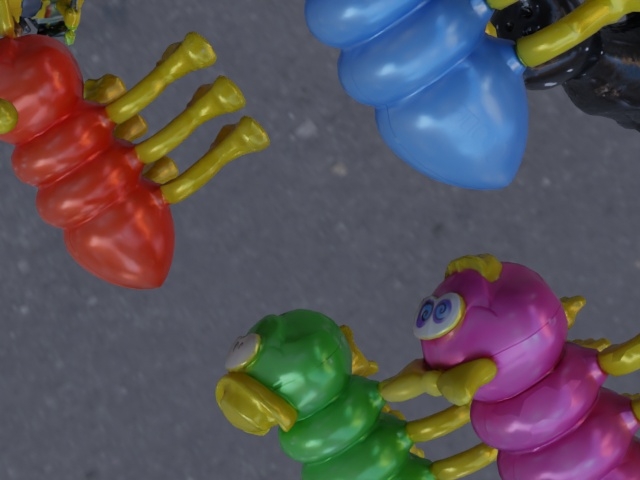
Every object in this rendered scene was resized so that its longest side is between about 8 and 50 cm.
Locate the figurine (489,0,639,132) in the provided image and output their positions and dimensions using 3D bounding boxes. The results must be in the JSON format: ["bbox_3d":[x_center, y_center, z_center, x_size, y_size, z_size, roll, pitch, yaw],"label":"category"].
[{"bbox_3d":[0.156,-0.178,1.143,0.092,0.215,0.209,-17,166,36],"label":"figurine"}]

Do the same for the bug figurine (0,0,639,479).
[{"bbox_3d":[0.000,0.000,0.504,0.072,0.279,0.216,-42,102,-27],"label":"bug figurine"}]

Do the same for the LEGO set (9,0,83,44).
[{"bbox_3d":[-0.127,-0.228,0.696,0.192,0.331,0.255,-13,128,-29],"label":"LEGO set"}]
